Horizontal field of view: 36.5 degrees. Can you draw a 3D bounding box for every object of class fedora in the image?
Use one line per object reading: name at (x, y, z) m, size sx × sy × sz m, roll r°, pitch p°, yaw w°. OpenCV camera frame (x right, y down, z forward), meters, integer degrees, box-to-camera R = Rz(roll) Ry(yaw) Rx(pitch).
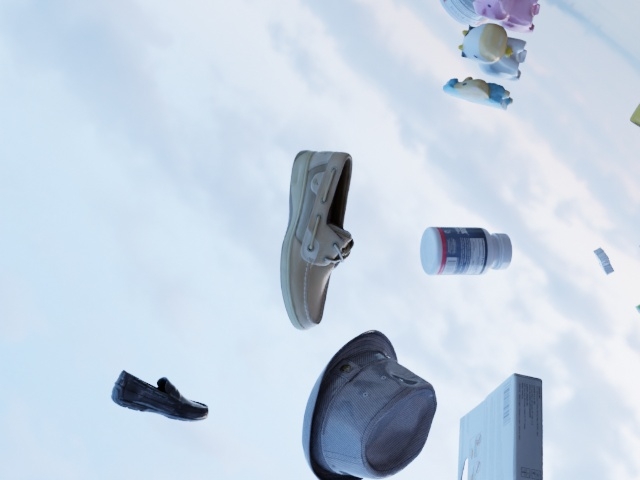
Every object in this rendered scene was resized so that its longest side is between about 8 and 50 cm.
fedora at (0.096, 0.278, 1.537) m, size 0.124 × 0.243 × 0.275 m, roll 9°, pitch -154°, yaw 39°

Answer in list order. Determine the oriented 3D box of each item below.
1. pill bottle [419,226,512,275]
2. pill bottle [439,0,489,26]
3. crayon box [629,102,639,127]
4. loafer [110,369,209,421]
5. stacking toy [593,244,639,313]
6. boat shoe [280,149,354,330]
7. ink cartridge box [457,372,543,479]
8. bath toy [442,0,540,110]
pill bottle at (0.316, 0.023, 2.097) m, size 0.180 × 0.108 × 0.108 m, roll 1°, pitch -148°, yaw -15°
pill bottle at (0.393, -0.595, 2.103) m, size 0.161 × 0.283 × 0.161 m, roll 8°, pitch -108°, yaw -26°
crayon box at (0.597, -0.273, 1.509) m, size 0.081 × 0.318 × 0.202 m, roll 37°, pitch -148°, yaw 19°
loafer at (-0.325, 0.324, 2.011) m, size 0.223 × 0.078 × 0.076 m, roll 21°, pitch 175°, yaw -32°
stacking toy at (0.621, 0.042, 1.779) m, size 0.052 × 0.167 × 0.221 m, roll 57°, pitch -173°, yaw -30°
boat shoe at (0.000, 0.000, 1.806) m, size 0.110 × 0.341 × 0.122 m, roll 3°, pitch 179°, yaw 22°
ink cartridge box at (0.313, 0.405, 1.710) m, size 0.060 × 0.239 × 0.275 m, roll 14°, pitch -122°, yaw -9°
bath toy at (0.337, -0.425, 1.818) m, size 0.129 × 0.348 × 0.151 m, roll 16°, pitch 173°, yaw 17°
